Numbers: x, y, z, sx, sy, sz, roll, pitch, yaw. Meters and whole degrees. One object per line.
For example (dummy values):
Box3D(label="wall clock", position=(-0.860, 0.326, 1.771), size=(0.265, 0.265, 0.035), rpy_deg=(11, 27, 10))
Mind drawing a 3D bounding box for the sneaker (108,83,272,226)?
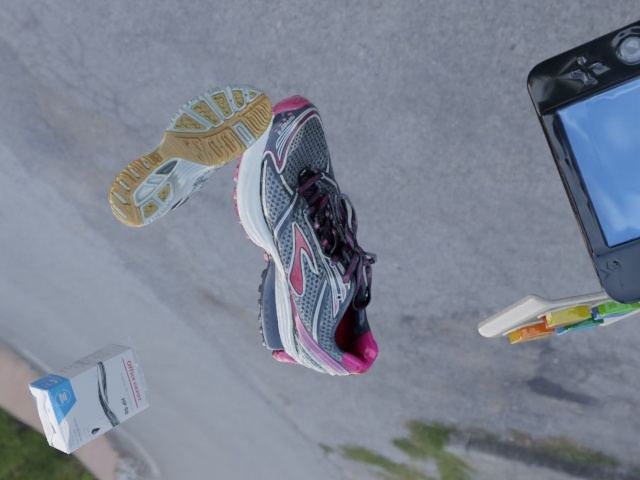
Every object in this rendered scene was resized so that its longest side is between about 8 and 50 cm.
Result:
Box3D(label="sneaker", position=(-0.057, -0.039, 0.319), size=(0.032, 0.083, 0.037), rpy_deg=(54, -176, -3))

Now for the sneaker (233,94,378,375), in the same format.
Box3D(label="sneaker", position=(0.000, 0.000, 0.725), size=(0.112, 0.121, 0.299), rpy_deg=(13, 124, 36))

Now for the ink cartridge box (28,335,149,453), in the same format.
Box3D(label="ink cartridge box", position=(-0.154, 0.105, 0.504), size=(0.028, 0.083, 0.048), rpy_deg=(0, 109, 42))

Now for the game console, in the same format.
Box3D(label="game console", position=(0.355, -0.109, 0.698), size=(0.250, 0.293, 0.173), rpy_deg=(-21, 166, 19))

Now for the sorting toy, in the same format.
Box3D(label="sorting toy", position=(0.350, 0.105, 0.996), size=(0.208, 0.038, 0.193), rpy_deg=(-3, 161, -13))
